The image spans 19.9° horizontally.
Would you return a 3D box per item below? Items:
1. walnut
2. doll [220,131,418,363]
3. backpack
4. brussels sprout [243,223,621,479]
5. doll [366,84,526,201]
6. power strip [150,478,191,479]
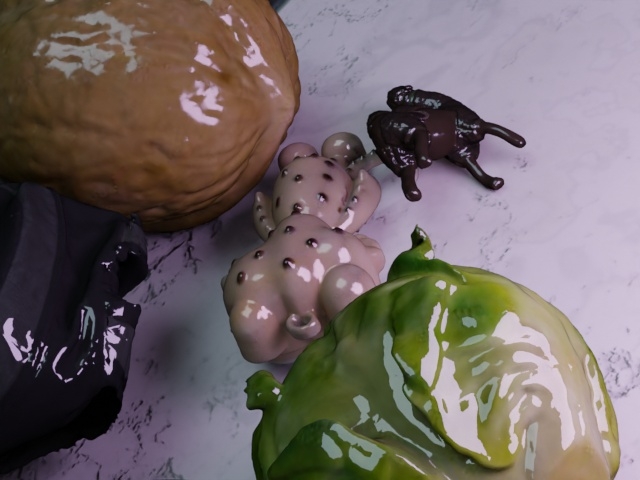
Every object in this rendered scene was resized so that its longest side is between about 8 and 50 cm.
[{"bbox_3d":[-0.177,-0.148,1.753,0.333,0.333,0.333,-16,43,16],"label":"walnut"},{"bbox_3d":[-0.002,0.000,1.642,0.154,0.119,0.278,-7,37,21],"label":"doll"},{"bbox_3d":[-0.349,0.114,1.620,0.445,0.255,0.363,-25,39,27],"label":"backpack"},{"bbox_3d":[0.081,0.143,1.365,0.294,0.227,0.259,30,82,37],"label":"brussels sprout"},{"bbox_3d":[0.101,-0.100,1.687,0.139,0.057,0.165,-8,34,-31],"label":"doll"},{"bbox_3d":[-0.151,0.302,1.464,0.078,0.052,0.272,-5,47,27],"label":"power strip"}]
